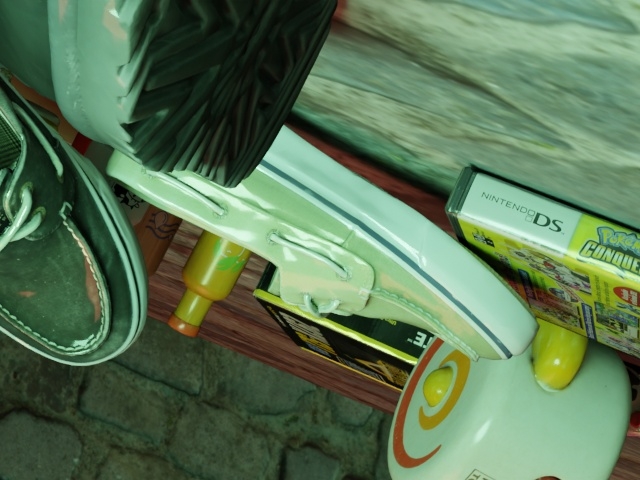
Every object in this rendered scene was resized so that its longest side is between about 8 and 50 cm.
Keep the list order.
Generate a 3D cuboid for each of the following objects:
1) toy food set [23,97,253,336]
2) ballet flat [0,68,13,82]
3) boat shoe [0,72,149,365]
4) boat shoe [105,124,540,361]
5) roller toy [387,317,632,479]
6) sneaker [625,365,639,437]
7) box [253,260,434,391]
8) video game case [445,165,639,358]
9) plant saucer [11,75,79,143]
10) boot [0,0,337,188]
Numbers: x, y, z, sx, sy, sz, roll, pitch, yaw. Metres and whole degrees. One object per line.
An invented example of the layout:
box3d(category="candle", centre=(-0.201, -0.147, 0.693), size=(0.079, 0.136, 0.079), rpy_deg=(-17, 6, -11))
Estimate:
box3d(category="toy food set", centre=(-0.159, -0.018, 1.135), size=(0.232, 0.104, 0.111), rpy_deg=(22, -172, -46))
box3d(category="ballet flat", centre=(-0.266, -0.161, 1.009), size=(0.077, 0.091, 0.241), rpy_deg=(-32, 142, 25))
box3d(category="boat shoe", centre=(-0.213, -0.035, 0.966), size=(0.335, 0.121, 0.119), rpy_deg=(56, -171, -29))
box3d(category="boat shoe", centre=(0.000, 0.000, 1.062), size=(0.302, 0.094, 0.109), rpy_deg=(34, 176, 0))
box3d(category="roller toy", centre=(0.150, 0.148, 1.350), size=(0.146, 0.191, 0.209), rpy_deg=(28, 171, -16))
box3d(category="sneaker", centre=(0.289, 0.153, 1.434), size=(0.170, 0.068, 0.071), rpy_deg=(17, 174, 39))
box3d(category="box", centre=(0.082, 0.101, 1.655), size=(0.257, 0.079, 0.322), rpy_deg=(25, 172, 11))
box3d(category="video game case", centre=(0.215, 0.043, 1.070), size=(0.248, 0.035, 0.275), rpy_deg=(22, 172, 15))
box3d(category="plant saucer", centre=(-0.201, -0.116, 1.235), size=(0.278, 0.041, 0.278), rpy_deg=(24, 172, 3))
box3d(category="boot", centre=(-0.219, -0.179, 0.620), size=(0.445, 0.146, 0.367), rpy_deg=(28, 170, 5))
